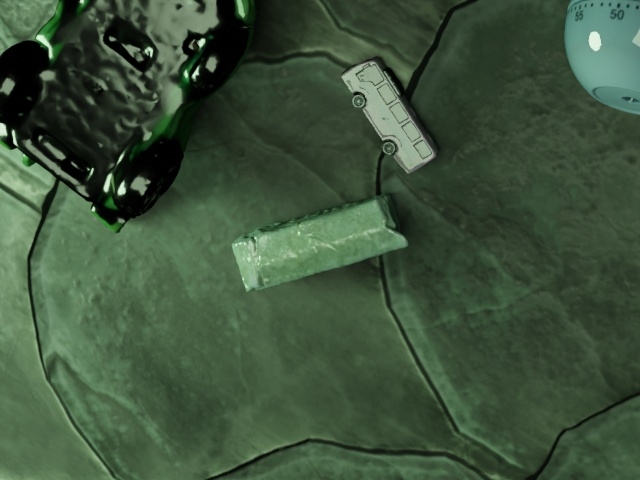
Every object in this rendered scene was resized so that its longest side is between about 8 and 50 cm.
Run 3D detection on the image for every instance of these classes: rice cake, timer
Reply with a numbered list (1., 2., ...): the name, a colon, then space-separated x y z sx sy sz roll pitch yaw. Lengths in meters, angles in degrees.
1. rice cake: -0.001 0.000 1.289 0.206 0.063 0.069 -18 96 20
2. timer: 0.319 -0.232 1.087 0.175 0.255 0.175 16 151 9

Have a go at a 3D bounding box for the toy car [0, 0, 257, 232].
1. toy car: -0.215 -0.167 1.244 0.213 0.176 0.359 36 111 2

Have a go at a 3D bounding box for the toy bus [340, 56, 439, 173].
1. toy bus: 0.075 -0.135 1.235 0.052 0.037 0.131 -31 98 21
